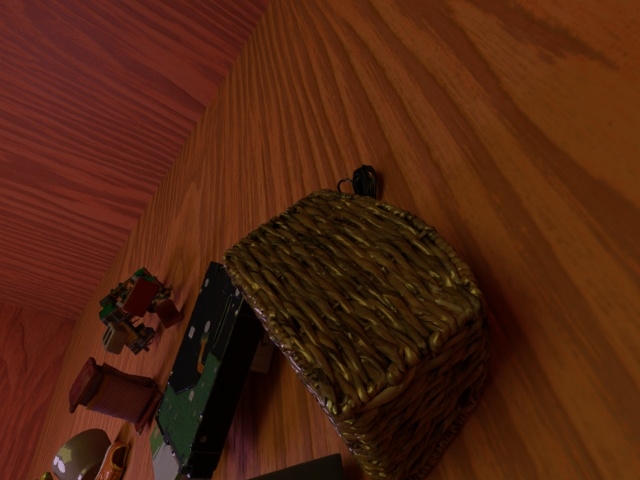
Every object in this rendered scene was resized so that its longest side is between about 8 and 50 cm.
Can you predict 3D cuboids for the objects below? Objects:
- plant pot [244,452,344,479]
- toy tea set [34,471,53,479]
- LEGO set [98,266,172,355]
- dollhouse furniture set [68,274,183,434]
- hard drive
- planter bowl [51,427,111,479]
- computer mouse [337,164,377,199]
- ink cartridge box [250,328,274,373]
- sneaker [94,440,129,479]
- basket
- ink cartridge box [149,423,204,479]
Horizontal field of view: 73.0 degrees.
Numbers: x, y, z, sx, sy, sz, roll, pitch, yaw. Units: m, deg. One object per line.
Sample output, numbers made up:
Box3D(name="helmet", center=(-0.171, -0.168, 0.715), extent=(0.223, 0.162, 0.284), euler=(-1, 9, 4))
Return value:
Box3D(name="plant pot", center=(-0.105, 0.410, 0.464), extent=(0.248, 0.247, 0.252), euler=(-39, 56, 37))
Box3D(name="toy tea set", center=(-0.693, 0.800, 1.221), extent=(0.336, 0.124, 0.200), euler=(30, 130, 42))
Box3D(name="LEGO set", center=(-0.605, 0.241, 1.472), extent=(0.255, 0.192, 0.331), euler=(-45, 25, -27))
Box3D(name="dollhouse furniture set", center=(-0.514, 0.311, 1.216), extent=(0.152, 0.201, 0.374), euler=(6, 68, 59))
Box3D(name="hard drive", center=(-0.202, 0.217, 0.806), extent=(0.237, 0.064, 0.339), euler=(5, 75, 59))
Box3D(name="planter bowl", center=(-0.688, 0.663, 1.283), extent=(0.109, 0.162, 0.162), euler=(26, 91, 34))
Box3D(name="computer mouse", center=(0.000, 0.000, 0.763), extent=(0.272, 0.072, 0.189), euler=(-26, 45, 30))
Box3D(name="ink cartridge box", center=(-0.130, 0.181, 0.836), extent=(0.099, 0.056, 0.135), euler=(-18, 55, 53))
Box3D(name="sneaker", center=(-0.584, 0.654, 1.201), extent=(0.067, 0.064, 0.175), euler=(-17, 57, 40))
Box3D(name="basket", center=(0.055, 0.097, 0.529), extent=(0.213, 0.223, 0.299), euler=(-35, 40, -13))
Box3D(name="ink cartridge box", center=(-0.298, 0.442, 0.905), extent=(0.109, 0.062, 0.209), euler=(-64, 30, 2))
